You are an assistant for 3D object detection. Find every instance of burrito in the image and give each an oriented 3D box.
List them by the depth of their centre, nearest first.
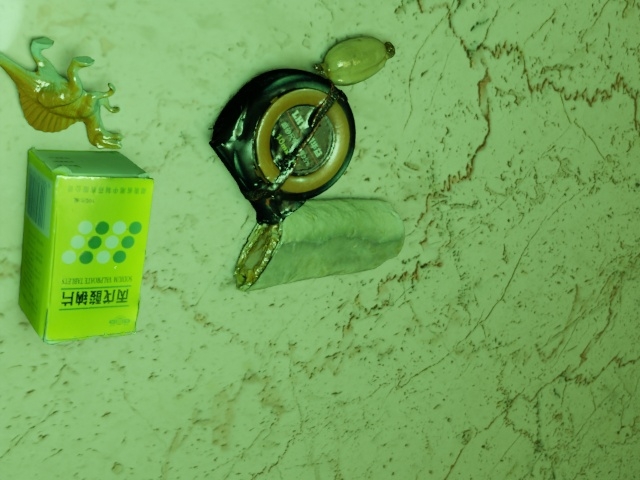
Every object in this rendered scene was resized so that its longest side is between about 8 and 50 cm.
[{"bbox_3d":[-0.001,0.003,1.414,0.299,0.105,0.143,-7,118,-33],"label":"burrito"}]

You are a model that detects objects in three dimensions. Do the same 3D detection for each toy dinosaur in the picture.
[{"bbox_3d":[-0.364,-0.196,1.131,0.212,0.057,0.142,6,127,-23],"label":"toy dinosaur"}]

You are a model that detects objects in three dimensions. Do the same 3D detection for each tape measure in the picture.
[{"bbox_3d":[-0.054,-0.157,1.289,0.223,0.135,0.202,-39,120,-10],"label":"tape measure"}]

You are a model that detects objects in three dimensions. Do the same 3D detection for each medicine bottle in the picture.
[{"bbox_3d":[-0.335,0.005,1.175,0.137,0.141,0.250,-3,112,-36],"label":"medicine bottle"}]

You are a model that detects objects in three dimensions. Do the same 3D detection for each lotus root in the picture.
[{"bbox_3d":[0.050,-0.286,1.343,0.150,0.062,0.073,-22,143,-21],"label":"lotus root"}]
